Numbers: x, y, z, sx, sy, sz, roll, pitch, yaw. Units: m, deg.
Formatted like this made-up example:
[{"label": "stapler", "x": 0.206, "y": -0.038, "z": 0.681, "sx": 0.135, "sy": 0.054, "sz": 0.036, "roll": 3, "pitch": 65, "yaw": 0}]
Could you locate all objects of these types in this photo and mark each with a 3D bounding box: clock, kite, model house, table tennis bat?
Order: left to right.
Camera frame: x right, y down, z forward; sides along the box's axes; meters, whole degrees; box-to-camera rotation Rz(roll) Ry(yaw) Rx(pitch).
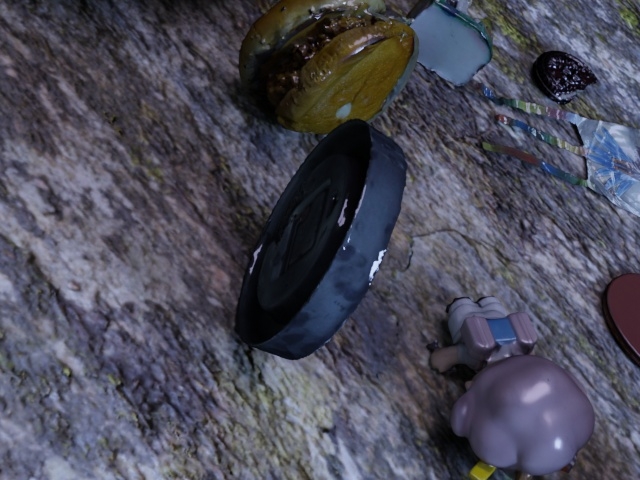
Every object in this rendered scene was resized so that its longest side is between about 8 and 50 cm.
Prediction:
[{"label": "clock", "x": 0.000, "y": 0.000, "z": 1.082, "sx": 0.042, "sy": 0.215, "sz": 0.215, "roll": 27, "pitch": 45, "yaw": -18}, {"label": "model house", "x": 0.157, "y": -0.252, "z": 1.474, "sx": 0.100, "sy": 0.088, "sz": 0.100, "roll": 32, "pitch": 46, "yaw": -10}, {"label": "kite", "x": 0.320, "y": -0.095, "z": 1.499, "sx": 0.309, "sy": 0.015, "sz": 0.169, "roll": 12, "pitch": 50, "yaw": -24}, {"label": "table tennis bat", "x": 0.388, "y": 0.124, "z": 1.360, "sx": 0.130, "sy": 0.019, "sz": 0.220, "roll": -24, "pitch": 68, "yaw": -42}]

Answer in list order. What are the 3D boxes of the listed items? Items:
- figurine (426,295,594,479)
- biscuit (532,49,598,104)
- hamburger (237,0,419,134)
[{"label": "figurine", "x": 0.177, "y": 0.138, "z": 1.159, "sx": 0.137, "sy": 0.112, "sz": 0.229, "roll": 4, "pitch": 43, "yaw": -23}, {"label": "biscuit", "x": 0.301, "y": -0.200, "z": 1.564, "sx": 0.089, "sy": 0.027, "sz": 0.087, "roll": 18, "pitch": 47, "yaw": -19}, {"label": "hamburger", "x": 0.012, "y": -0.189, "z": 1.282, "sx": 0.185, "sy": 0.177, "sz": 0.113, "roll": -34, "pitch": 67, "yaw": -16}]
